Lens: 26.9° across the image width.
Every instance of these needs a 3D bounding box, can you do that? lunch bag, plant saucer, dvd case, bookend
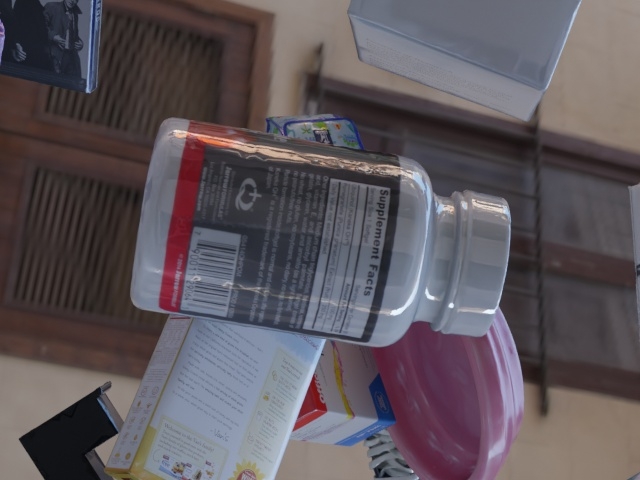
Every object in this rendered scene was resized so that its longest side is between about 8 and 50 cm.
[{"bbox_3d":[-0.010,-0.151,2.161,0.151,0.129,0.096,-132,-139,-61],"label":"lunch bag"},{"bbox_3d":[0.155,0.155,1.682,0.332,0.084,0.332,165,-90,-69],"label":"plant saucer"},{"bbox_3d":[-0.310,-0.283,1.377,0.029,0.179,0.238,-57,158,-62],"label":"dvd case"},{"bbox_3d":[-0.364,0.331,2.112,0.157,0.156,0.072,-33,180,4],"label":"bookend"}]

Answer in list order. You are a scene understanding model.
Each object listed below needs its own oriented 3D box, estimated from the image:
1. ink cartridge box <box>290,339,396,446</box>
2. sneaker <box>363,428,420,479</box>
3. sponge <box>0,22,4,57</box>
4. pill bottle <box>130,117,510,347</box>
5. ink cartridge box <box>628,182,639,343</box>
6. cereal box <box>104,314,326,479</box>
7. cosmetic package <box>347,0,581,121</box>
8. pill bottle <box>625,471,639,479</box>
[{"bbox_3d":[-0.015,0.165,1.598,0.078,0.231,0.134,-30,-116,24],"label":"ink cartridge box"},{"bbox_3d":[0.085,0.281,2.001,0.130,0.236,0.322,-8,-102,37],"label":"sneaker"},{"bbox_3d":[-0.330,-0.103,1.089,0.210,0.117,0.031,116,-36,-47],"label":"sponge"},{"bbox_3d":[0.000,0.000,1.198,0.176,0.319,0.176,-170,-90,-85],"label":"pill bottle"},{"bbox_3d":[0.456,0.081,1.436,0.129,0.223,0.307,67,23,-49],"label":"ink cartridge box"},{"bbox_3d":[-0.096,0.153,1.311,0.047,0.173,0.240,-5,-126,44],"label":"cereal box"},{"bbox_3d":[0.258,-0.417,2.163,0.394,0.327,0.329,34,78,-85],"label":"cosmetic package"},{"bbox_3d":[0.459,0.369,1.763,0.264,0.146,0.146,86,10,-73],"label":"pill bottle"}]
